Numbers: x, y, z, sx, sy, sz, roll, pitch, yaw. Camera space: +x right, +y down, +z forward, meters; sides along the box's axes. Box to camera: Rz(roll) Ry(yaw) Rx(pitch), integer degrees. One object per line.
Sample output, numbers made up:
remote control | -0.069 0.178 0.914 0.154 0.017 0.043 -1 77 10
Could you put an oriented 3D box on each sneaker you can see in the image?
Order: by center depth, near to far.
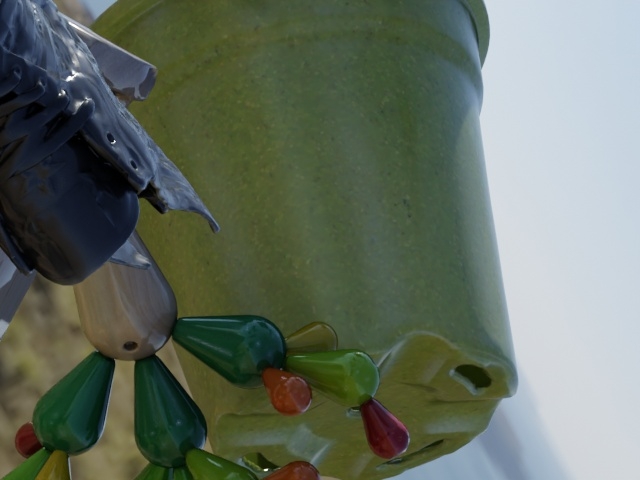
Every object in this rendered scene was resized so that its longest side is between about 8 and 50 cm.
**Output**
sneaker | -0.075 -0.030 0.490 0.089 0.051 0.170 57 6 2

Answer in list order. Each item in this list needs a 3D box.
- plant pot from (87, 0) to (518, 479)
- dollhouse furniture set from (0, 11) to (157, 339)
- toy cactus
plant pot | 0.000 0.000 1.164 0.276 0.276 0.254 55 17 -60
dollhouse furniture set | -0.266 -0.028 0.720 0.362 0.256 0.394 30 4 22
toy cactus | -0.077 0.071 0.996 0.181 0.219 0.112 70 22 -3
